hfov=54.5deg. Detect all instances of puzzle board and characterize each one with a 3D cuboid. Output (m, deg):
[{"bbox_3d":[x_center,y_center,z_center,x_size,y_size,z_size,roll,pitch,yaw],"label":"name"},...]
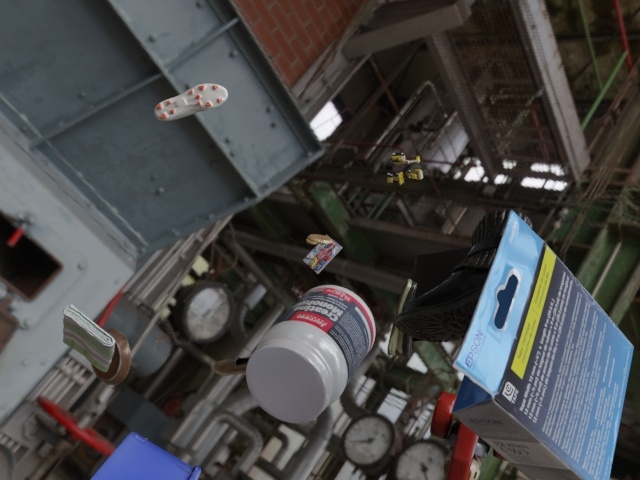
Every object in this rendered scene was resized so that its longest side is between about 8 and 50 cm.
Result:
[{"bbox_3d":[0.005,0.047,2.199,0.096,0.128,0.011,39,-6,41],"label":"puzzle board"}]

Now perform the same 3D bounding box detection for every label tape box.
[{"bbox_3d":[0.295,0.165,0.879,0.348,0.249,0.115,41,-32,-23],"label":"label tape box"}]

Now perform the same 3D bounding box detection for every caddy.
[{"bbox_3d":[-0.294,0.447,0.923,0.179,0.241,0.341,36,7,-1],"label":"caddy"}]

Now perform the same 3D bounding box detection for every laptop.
[{"bbox_3d":[0.480,0.205,1.798,0.408,0.382,0.236,32,-47,-8],"label":"laptop"}]

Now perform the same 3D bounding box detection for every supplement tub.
[{"bbox_3d":[-0.014,0.223,1.267,0.191,0.272,0.191,8,-67,21],"label":"supplement tub"}]

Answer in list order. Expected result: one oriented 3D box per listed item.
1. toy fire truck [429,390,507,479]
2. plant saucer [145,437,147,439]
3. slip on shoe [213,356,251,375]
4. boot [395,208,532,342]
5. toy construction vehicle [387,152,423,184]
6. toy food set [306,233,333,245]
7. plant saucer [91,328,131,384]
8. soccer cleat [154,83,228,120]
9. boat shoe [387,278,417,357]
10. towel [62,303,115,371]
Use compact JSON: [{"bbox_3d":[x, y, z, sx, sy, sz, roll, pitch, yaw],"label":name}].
[{"bbox_3d":[0.312,0.468,1.318,0.170,0.253,0.302,13,-11,20],"label":"toy fire truck"},{"bbox_3d":[-0.488,0.576,1.533,0.037,0.195,0.195,40,-21,7],"label":"plant saucer"},{"bbox_3d":[-0.208,0.310,1.551,0.136,0.051,0.041,1,-57,24],"label":"slip on shoe"},{"bbox_3d":[0.340,0.089,1.465,0.131,0.260,0.348,38,-41,-26],"label":"boot"},{"bbox_3d":[0.218,-0.186,1.645,0.098,0.035,0.085,4,-56,23],"label":"toy construction vehicle"},{"bbox_3d":[0.000,0.000,1.886,0.083,0.020,0.083,11,12,2],"label":"toy food set"},{"bbox_3d":[-0.632,0.347,1.849,0.169,0.168,0.029,23,10,32],"label":"plant saucer"},{"bbox_3d":[-0.338,-0.361,1.624,0.076,0.196,0.068,-143,-146,-83],"label":"soccer cleat"},{"bbox_3d":[0.233,0.210,1.647,0.074,0.223,0.080,14,19,9],"label":"boat shoe"},{"bbox_3d":[-0.436,0.188,1.157,0.113,0.023,0.152,38,-39,3],"label":"towel"}]
